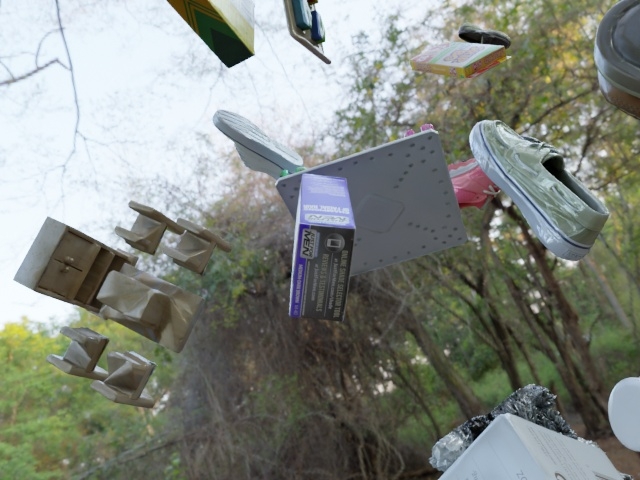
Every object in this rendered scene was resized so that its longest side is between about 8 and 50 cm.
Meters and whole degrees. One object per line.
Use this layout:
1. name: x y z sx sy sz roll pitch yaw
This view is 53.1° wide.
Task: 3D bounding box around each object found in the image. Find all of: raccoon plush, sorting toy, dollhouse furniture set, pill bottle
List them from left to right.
1. dollhouse furniture set: -0.409 0.118 1.382 0.362 0.394 0.256 -65 -26 -10
2. sorting toy: -0.032 -0.444 1.183 0.038 0.208 0.193 -16 -3 17
3. raccoon plush: 0.453 0.518 1.383 0.446 0.299 0.216 -15 -41 -38
4. pill bottle: 0.460 0.210 0.765 0.215 0.117 0.117 6 -27 -17

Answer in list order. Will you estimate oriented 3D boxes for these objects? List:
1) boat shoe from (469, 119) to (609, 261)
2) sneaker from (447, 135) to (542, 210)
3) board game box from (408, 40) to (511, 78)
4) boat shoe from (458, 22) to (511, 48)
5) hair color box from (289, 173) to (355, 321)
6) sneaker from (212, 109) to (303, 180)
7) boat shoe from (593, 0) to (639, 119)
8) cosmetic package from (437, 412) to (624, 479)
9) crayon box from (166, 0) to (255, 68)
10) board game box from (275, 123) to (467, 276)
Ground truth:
1. boat shoe: 0.342 -0.102 1.002 0.109 0.302 0.094 3 -46 -33
2. sneaker: 0.416 -0.147 1.591 0.314 0.136 0.116 -26 -27 35
3. board game box: 0.339 -0.448 1.581 0.124 0.259 0.039 -30 -59 -14
4. boat shoe: 0.458 -0.563 1.797 0.152 0.049 0.056 19 -30 10
5. hair color box: 0.000 0.000 1.273 0.110 0.185 0.339 5 20 -4
6. sneaker: -0.167 -0.223 1.591 0.258 0.094 0.091 33 -59 -20
7. boat shoe: 0.308 -0.075 0.352 0.307 0.111 0.104 8 -24 16
8. cosmetic package: 0.393 0.606 1.192 0.327 0.329 0.394 26 -69 -29
9. crayon box: -0.266 -0.565 1.420 0.081 0.202 0.318 -20 -38 22
10. board game box: 0.137 -0.080 1.590 0.390 0.050 0.390 -16 -45 12
